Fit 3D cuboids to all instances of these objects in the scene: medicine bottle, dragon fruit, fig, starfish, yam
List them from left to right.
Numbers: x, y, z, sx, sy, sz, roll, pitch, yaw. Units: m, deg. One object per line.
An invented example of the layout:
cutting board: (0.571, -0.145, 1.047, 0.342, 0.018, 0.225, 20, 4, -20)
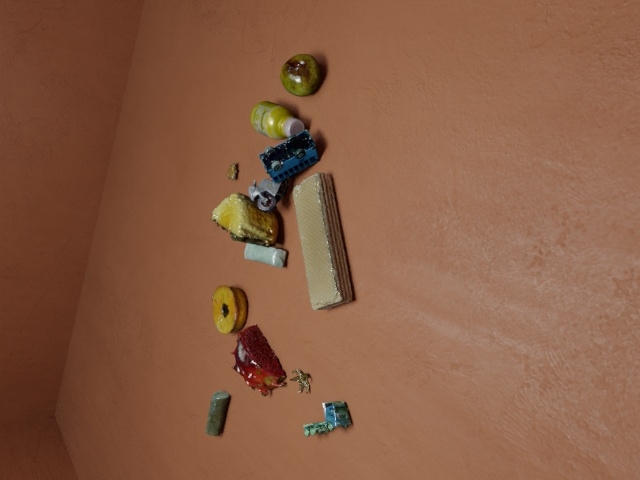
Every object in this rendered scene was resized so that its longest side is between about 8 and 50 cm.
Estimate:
yam: (-0.405, 0.675, 1.751, 0.068, 0.068, 0.169, 22, 100, 45)
dragon fruit: (-0.250, 0.441, 1.578, 0.274, 0.126, 0.161, 51, 119, 37)
medicine bottle: (-0.146, -0.416, 1.587, 0.212, 0.122, 0.121, 32, 107, 43)
fig: (-0.068, -0.561, 1.526, 0.153, 0.121, 0.135, 1, 81, 46)
starfish: (-0.062, 0.458, 1.456, 0.091, 0.028, 0.078, 50, 125, 34)

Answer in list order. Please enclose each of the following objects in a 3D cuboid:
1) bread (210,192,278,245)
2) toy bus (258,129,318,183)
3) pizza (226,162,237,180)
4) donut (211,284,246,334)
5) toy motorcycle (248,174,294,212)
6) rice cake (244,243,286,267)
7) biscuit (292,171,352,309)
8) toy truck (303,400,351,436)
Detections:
bread: (-0.253, -0.070, 1.606, 0.262, 0.204, 0.162, 31, 97, 49)
toy bus: (-0.100, -0.278, 1.494, 0.185, 0.106, 0.090, -27, 60, 2)
pizza: (-0.362, -0.275, 1.857, 0.083, 0.025, 0.078, -43, 52, 42)
donut: (-0.349, 0.266, 1.743, 0.174, 0.075, 0.190, -19, 76, 41)
toy motorcycle: (-0.171, -0.199, 1.569, 0.123, 0.080, 0.215, 24, 72, 15)
rice cake: (-0.202, 0.050, 1.625, 0.207, 0.063, 0.069, 13, 92, 45)
biscuit: (0.000, 0.000, 1.416, 0.144, 0.079, 0.425, -25, 67, 42)
toy truck: (0.011, 0.537, 1.350, 0.175, 0.067, 0.081, -36, 55, 41)
